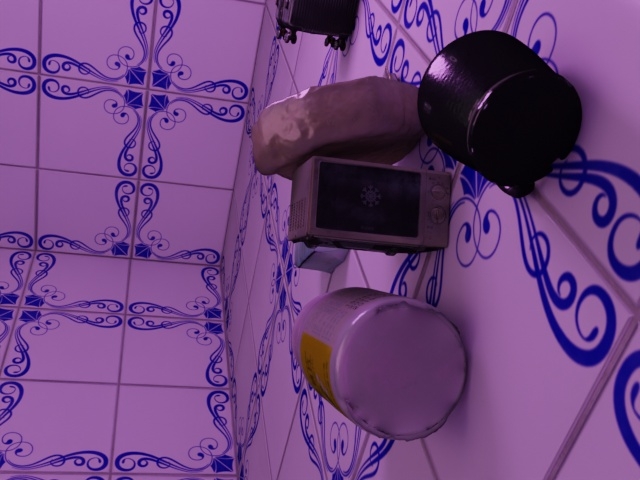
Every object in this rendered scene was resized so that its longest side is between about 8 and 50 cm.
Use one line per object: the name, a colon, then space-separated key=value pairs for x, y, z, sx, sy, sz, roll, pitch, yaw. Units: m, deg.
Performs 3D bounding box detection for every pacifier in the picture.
pacifier: x=0.130 y=-0.321 z=1.545 sx=0.068 sy=0.064 sz=0.083 roll=85 pitch=178 yaw=-45

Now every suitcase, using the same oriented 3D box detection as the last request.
suitcase: x=0.002 y=-0.658 z=1.909 sx=0.128 sy=0.202 sz=0.312 roll=-135 pitch=52 yaw=-59

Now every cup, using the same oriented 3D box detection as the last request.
cup: x=0.232 y=-0.145 z=0.941 sx=0.223 sy=0.169 sz=0.176 roll=64 pitch=176 yaw=-33

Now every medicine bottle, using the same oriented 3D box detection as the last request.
medicine bottle: x=0.079 y=0.188 z=1.252 sx=0.379 sy=0.213 sz=0.213 roll=-179 pitch=95 yaw=-76

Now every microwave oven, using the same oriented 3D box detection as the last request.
microwave oven: x=0.077 y=-0.052 z=1.287 sx=0.194 sy=0.240 sz=0.145 roll=155 pitch=119 yaw=-73

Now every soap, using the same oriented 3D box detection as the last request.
soap: x=0.000 y=0.000 z=1.881 sx=0.230 sy=0.091 sz=0.145 roll=126 pitch=147 yaw=-65

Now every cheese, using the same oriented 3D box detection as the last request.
cheese: x=0.034 y=-0.196 z=1.371 sx=0.318 sy=0.326 sz=0.115 roll=115 pitch=144 yaw=-79
